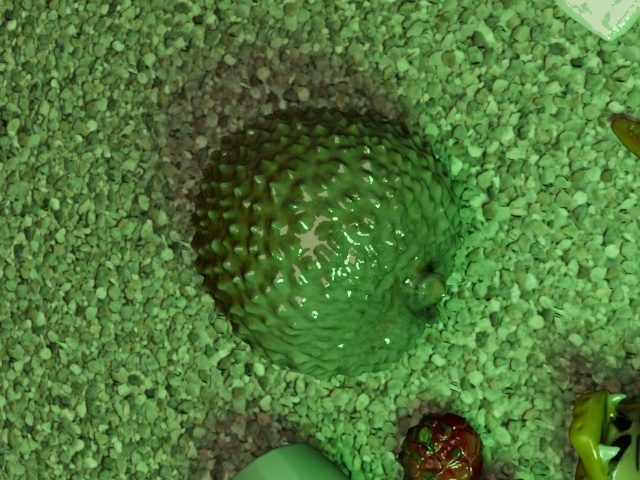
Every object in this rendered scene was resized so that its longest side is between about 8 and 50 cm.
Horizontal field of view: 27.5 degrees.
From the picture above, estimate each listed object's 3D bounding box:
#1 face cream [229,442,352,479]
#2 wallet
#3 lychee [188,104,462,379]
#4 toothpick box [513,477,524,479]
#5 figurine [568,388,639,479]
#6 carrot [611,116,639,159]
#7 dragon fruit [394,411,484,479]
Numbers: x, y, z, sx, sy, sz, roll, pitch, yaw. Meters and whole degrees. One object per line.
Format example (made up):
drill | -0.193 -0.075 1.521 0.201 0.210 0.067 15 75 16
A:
face cream | 0.005 0.480 1.847 0.219 0.312 0.357 -26 68 -15
wallet | 0.415 -0.375 1.806 0.124 0.032 0.183 39 106 14
lychee | 0.000 0.000 1.803 0.432 0.380 0.380 27 101 34
toothpick box | 0.276 0.523 1.799 0.204 0.204 0.333 -31 82 19
figurine | 0.520 0.338 1.670 0.387 0.268 0.401 -1 96 18
carrot | 0.456 -0.124 1.793 0.139 0.048 0.048 35 103 19
dragon fruit | 0.170 0.314 1.875 0.121 0.130 0.142 41 145 7
